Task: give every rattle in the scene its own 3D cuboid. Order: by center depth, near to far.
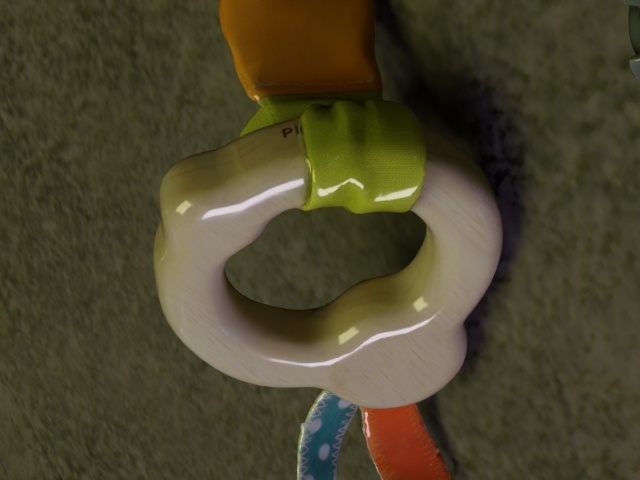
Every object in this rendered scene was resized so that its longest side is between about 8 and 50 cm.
[{"bbox_3d":[0.000,0.000,0.745,0.143,0.130,0.200,54,175,40],"label":"rattle"}]

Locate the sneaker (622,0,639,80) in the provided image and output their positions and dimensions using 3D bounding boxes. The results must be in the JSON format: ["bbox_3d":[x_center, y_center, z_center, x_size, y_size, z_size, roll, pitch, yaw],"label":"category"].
[{"bbox_3d":[0.140,-0.017,0.519,0.086,0.085,0.237,-11,98,32],"label":"sneaker"}]
